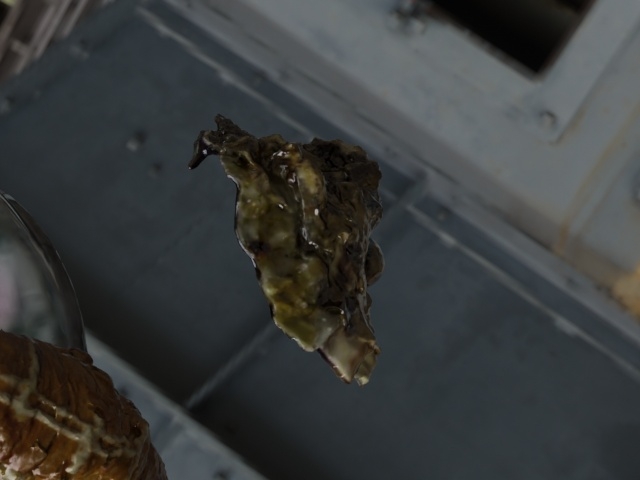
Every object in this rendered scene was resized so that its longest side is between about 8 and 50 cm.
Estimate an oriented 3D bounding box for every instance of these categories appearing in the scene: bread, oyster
[{"bbox_3d":[-0.132,0.111,0.741,0.076,0.105,0.233,44,177,47],"label":"bread"},{"bbox_3d":[0.000,0.000,1.057,0.214,0.083,0.223,19,-137,-63],"label":"oyster"}]

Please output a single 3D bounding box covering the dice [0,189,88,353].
[{"bbox_3d":[-0.403,0.121,1.163,0.330,0.328,0.348,-1,-173,42],"label":"dice"}]
